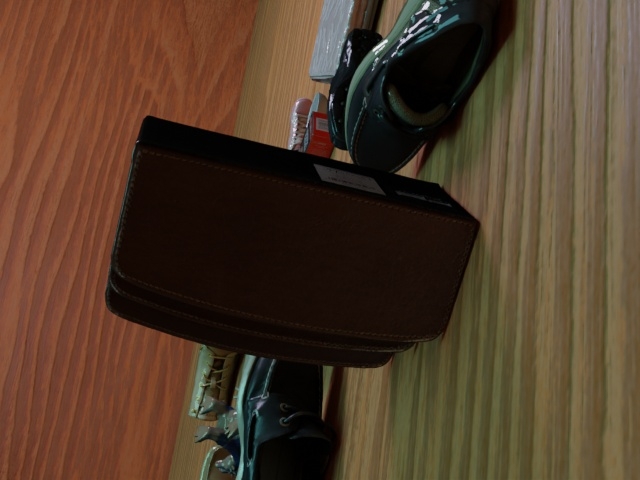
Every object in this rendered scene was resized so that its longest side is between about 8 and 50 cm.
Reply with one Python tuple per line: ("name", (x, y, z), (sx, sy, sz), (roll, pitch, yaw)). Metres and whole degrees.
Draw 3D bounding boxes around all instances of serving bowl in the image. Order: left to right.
("serving bowl", (-0.002, -0.220, 1.794), (0.083, 0.027, 0.083), (-167, 90, -79))

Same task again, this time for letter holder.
("letter holder", (-0.042, 0.031, 0.940), (0.152, 0.301, 0.215), (-115, 39, -73))

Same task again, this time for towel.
("towel", (0.056, -0.424, 1.668), (0.317, 0.053, 0.332), (-135, 59, -77))

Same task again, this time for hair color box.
("hair color box", (-0.014, -0.141, 1.717), (0.072, 0.043, 0.141), (-91, 16, -49))

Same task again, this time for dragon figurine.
("dragon figurine", (-0.081, 0.270, 1.447), (0.289, 0.144, 0.085), (-28, 45, 43))

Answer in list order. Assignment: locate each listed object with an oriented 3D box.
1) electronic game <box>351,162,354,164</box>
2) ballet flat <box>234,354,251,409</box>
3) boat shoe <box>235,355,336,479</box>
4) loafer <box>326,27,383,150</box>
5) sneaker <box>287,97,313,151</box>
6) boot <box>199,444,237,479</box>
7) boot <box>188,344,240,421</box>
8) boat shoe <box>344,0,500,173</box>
("electronic game", (0.000, 0.000, 1.352), (0.229, 0.048, 0.229), (-61, 10, 19))
("ballet flat", (-0.085, 0.244, 1.578), (0.086, 0.086, 0.249), (-101, 24, -65))
("boat shoe", (-0.037, 0.253, 1.196), (0.113, 0.127, 0.340), (-12, 54, 46))
("loafer", (0.049, -0.198, 1.386), (0.078, 0.076, 0.223), (107, 175, -50))
("sneaker", (-0.033, -0.196, 1.875), (0.070, 0.050, 0.134), (-127, 48, -75))
("boot", (-0.161, 0.446, 1.699), (0.165, 0.077, 0.213), (128, 148, -68))
("boot", (-0.227, 0.289, 2.184), (0.262, 0.095, 0.204), (136, 146, -75))
("boat shoe", (0.093, -0.152, 1.012), (0.285, 0.102, 0.092), (124, 163, -48))
